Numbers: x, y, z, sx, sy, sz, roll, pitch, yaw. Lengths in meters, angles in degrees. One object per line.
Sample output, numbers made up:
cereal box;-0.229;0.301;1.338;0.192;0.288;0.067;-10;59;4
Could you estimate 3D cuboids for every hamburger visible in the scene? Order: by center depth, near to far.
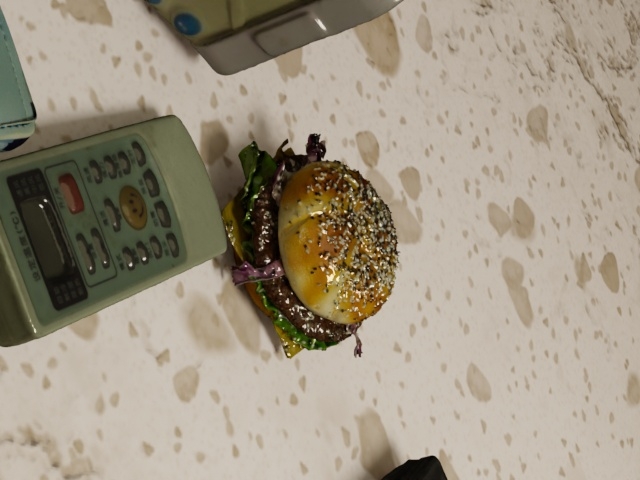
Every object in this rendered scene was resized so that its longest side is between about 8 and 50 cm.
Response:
hamburger;-0.003;-0.001;1.356;0.189;0.093;0.164;53;39;-26

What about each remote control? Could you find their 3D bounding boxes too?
remote control;-0.154;-0.016;1.173;0.285;0.038;0.123;-23;95;-61

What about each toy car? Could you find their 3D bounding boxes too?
toy car;-0.022;-0.320;1.340;0.226;0.242;0.336;48;43;-30

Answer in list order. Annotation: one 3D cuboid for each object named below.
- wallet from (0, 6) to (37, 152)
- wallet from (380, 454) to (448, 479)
wallet;-0.291;-0.118;1.000;0.250;0.075;0.176;-18;85;-58
wallet;0.117;0.407;1.390;0.228;0.062;0.406;-40;111;-55
